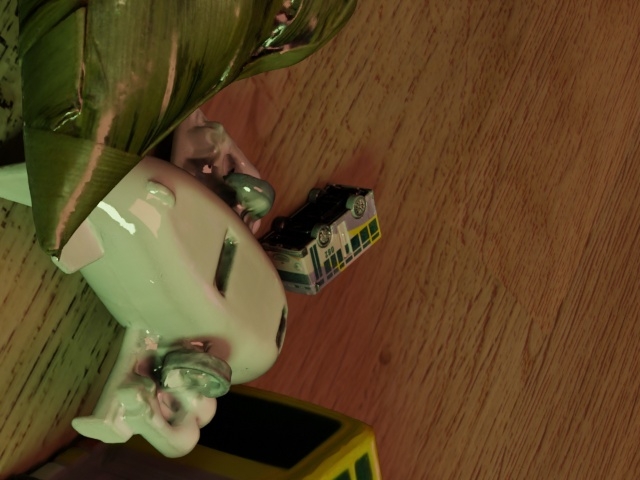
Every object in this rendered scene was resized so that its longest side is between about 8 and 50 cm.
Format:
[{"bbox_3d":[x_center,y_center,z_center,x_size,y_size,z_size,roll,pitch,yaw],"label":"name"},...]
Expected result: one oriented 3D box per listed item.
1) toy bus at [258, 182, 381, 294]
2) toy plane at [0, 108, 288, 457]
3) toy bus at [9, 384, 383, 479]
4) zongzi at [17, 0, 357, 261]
[{"bbox_3d":[0.000,0.000,1.251,0.102,0.052,0.058,-41,128,-39],"label":"toy bus"},{"bbox_3d":[-0.111,0.016,1.063,0.267,0.123,0.266,17,70,-57],"label":"toy plane"},{"bbox_3d":[-0.059,0.343,1.148,0.249,0.209,0.439,-33,122,-43],"label":"toy bus"},{"bbox_3d":[-0.078,-0.109,0.988,0.251,0.125,0.274,8,69,-39],"label":"zongzi"}]
